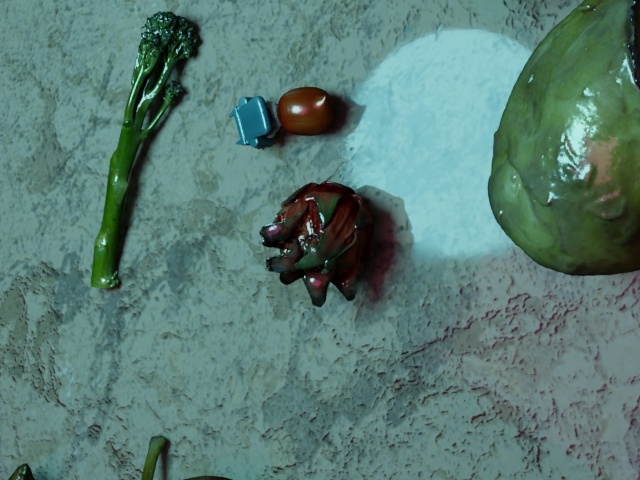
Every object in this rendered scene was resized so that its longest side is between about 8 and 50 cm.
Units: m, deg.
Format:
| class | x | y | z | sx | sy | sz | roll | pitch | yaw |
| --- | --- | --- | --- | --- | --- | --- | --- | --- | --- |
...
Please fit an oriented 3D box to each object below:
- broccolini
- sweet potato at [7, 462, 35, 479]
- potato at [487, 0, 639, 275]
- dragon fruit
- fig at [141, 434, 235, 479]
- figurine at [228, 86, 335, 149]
| class | x | y | z | sx | sy | sz | roll | pitch | yaw |
| --- | --- | --- | --- | --- | --- | --- | --- | --- | --- |
| broccolini | -0.240 | -0.116 | 1.516 | 0.073 | 0.079 | 0.392 | 18 | 106 | 16 |
| sweet potato | -0.425 | 0.526 | 1.572 | 0.130 | 0.130 | 0.423 | -5 | 81 | 28 |
| potato | 0.287 | -0.109 | 1.132 | 0.237 | 0.289 | 0.301 | -19 | 117 | 43 |
| dragon fruit | -0.001 | -0.005 | 1.334 | 0.130 | 0.121 | 0.142 | -1 | 49 | 7 |
| fig | -0.181 | 0.383 | 1.411 | 0.249 | 0.186 | 0.204 | 18 | 117 | 33 |
| figurine | -0.044 | -0.156 | 1.391 | 0.140 | 0.075 | 0.068 | -15 | 83 | 29 |
